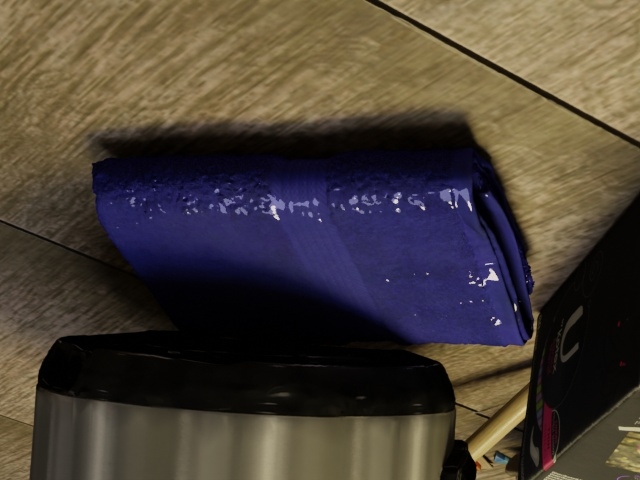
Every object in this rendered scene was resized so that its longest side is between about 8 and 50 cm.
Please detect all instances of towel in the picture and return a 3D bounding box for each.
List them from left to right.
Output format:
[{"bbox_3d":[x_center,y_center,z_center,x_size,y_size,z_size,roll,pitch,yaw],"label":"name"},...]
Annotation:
[{"bbox_3d":[0.000,0.000,1.091,0.308,0.076,0.228,0,145,20],"label":"towel"}]

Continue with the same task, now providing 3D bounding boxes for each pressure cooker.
[{"bbox_3d":[-0.072,0.294,1.208,0.369,0.421,0.375,6,177,-43],"label":"pressure cooker"}]

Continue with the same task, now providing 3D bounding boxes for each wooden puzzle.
[{"bbox_3d":[0.149,0.245,1.580,0.116,0.014,0.078,-11,147,35],"label":"wooden puzzle"}]

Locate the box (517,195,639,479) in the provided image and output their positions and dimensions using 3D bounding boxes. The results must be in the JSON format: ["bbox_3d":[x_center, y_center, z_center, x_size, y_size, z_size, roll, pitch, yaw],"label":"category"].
[{"bbox_3d":[0.262,0.095,1.073,0.143,0.165,0.270,13,153,-5],"label":"box"}]

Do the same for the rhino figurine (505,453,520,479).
[{"bbox_3d":[0.324,0.262,1.490,0.243,0.073,0.106,-11,143,33],"label":"rhino figurine"}]

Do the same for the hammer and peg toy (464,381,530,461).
[{"bbox_3d":[0.271,0.269,1.355,0.361,0.127,0.266,19,132,-12],"label":"hammer and peg toy"}]
